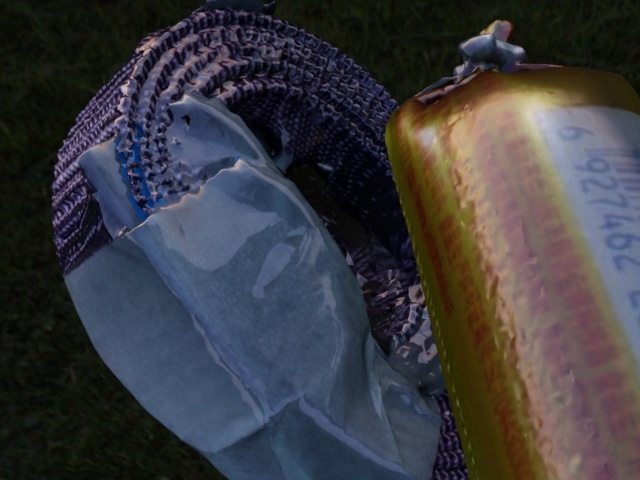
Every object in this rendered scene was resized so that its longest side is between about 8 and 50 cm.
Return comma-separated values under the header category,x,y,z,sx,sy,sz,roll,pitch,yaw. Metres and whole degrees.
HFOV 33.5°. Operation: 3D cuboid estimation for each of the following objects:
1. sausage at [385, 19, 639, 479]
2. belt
category,x,y,z,sx,sy,sz,roll,pitch,yaw
sausage,0.098,0.025,0.425,0.125,0.117,0.317,-26,51,17
belt,-0.011,0.017,0.635,0.325,0.122,0.260,55,41,-5
